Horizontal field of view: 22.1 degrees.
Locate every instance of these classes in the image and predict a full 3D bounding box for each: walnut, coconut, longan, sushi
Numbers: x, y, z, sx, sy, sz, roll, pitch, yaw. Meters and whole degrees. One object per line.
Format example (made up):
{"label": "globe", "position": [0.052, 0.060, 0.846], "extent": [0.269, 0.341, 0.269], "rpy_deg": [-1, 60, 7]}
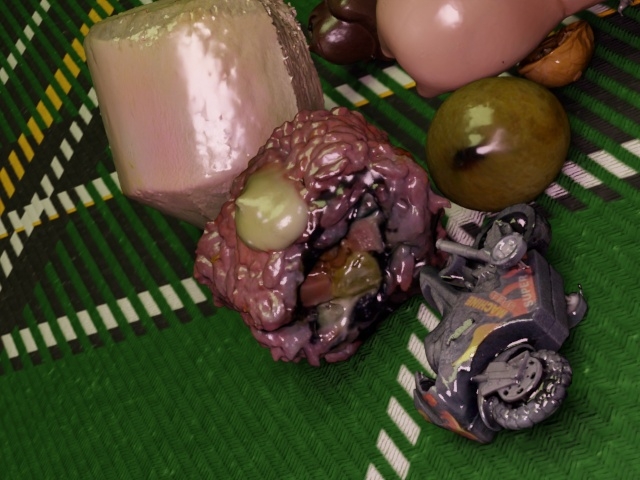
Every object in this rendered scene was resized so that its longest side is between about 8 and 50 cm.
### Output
{"label": "walnut", "position": [0.272, -0.203, 1.846], "extent": [0.091, 0.052, 0.121], "rpy_deg": [-29, 11, 29]}
{"label": "coconut", "position": [-0.131, -0.157, 2.051], "extent": [0.297, 0.309, 0.297], "rpy_deg": [-15, 12, 3]}
{"label": "longan", "position": [0.193, -0.103, 1.750], "extent": [0.155, 0.176, 0.145], "rpy_deg": [4, 94, 29]}
{"label": "sushi", "position": [0.000, 0.000, 1.744], "extent": [0.270, 0.236, 0.171], "rpy_deg": [-50, 41, 7]}

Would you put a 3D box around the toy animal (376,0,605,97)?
{"label": "toy animal", "position": [0.205, -0.304, 1.804], "extent": [0.326, 0.237, 0.269], "rpy_deg": [-40, -8, -34]}

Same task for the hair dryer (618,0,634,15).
{"label": "hair dryer", "position": [0.397, -0.411, 1.939], "extent": [0.173, 0.107, 0.357], "rpy_deg": [-7, 51, 50]}

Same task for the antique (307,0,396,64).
{"label": "antique", "position": [0.075, -0.332, 2.197], "extent": [0.143, 0.121, 0.257], "rpy_deg": [-9, 43, 56]}

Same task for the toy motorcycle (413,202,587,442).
{"label": "toy motorcycle", "position": [0.160, 0.087, 1.567], "extent": [0.173, 0.108, 0.307], "rpy_deg": [-36, 28, 24]}
